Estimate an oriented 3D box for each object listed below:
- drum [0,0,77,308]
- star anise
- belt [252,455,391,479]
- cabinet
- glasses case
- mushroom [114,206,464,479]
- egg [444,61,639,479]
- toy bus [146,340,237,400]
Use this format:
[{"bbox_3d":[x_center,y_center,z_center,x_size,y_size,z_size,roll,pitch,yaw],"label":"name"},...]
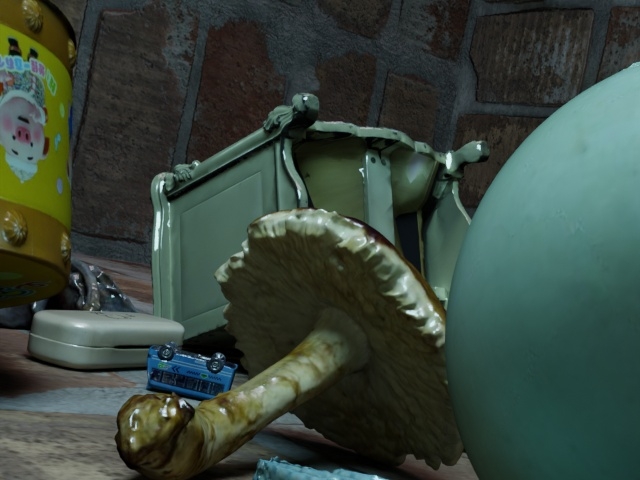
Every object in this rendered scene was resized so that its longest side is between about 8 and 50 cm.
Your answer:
[{"bbox_3d":[-0.404,-0.068,0.871,0.431,0.214,0.431,-3,-12,-1],"label":"drum"},{"bbox_3d":[-0.309,0.064,1.289,0.231,0.089,0.209,-3,1,32],"label":"star anise"},{"bbox_3d":[0.044,0.141,0.440,0.163,0.082,0.147,12,-8,5],"label":"belt"},{"bbox_3d":[0.000,0.000,1.300,0.290,0.228,0.318,10,-22,-36],"label":"cabinet"},{"bbox_3d":[-0.217,0.102,1.133,0.083,0.050,0.196,9,0,25],"label":"glasses case"},{"bbox_3d":[-0.045,0.088,0.801,0.301,0.208,0.233,-1,-34,-30],"label":"mushroom"},{"bbox_3d":[0.206,0.059,0.599,0.276,0.276,0.389,11,-26,11],"label":"egg"},{"bbox_3d":[-0.122,0.124,1.028,0.083,0.046,0.038,13,1,-1],"label":"toy bus"}]
